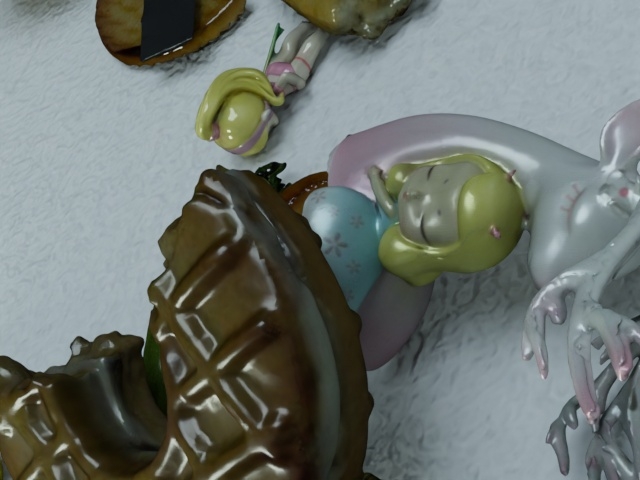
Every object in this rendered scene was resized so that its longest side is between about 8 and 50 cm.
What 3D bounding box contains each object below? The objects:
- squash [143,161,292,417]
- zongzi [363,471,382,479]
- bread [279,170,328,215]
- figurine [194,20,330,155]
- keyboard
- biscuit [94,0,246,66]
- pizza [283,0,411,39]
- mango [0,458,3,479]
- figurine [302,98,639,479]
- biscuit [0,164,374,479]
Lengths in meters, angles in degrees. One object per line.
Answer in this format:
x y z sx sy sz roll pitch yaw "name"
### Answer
-0.106 0.056 1.010 0.080 0.071 0.318 5 64 26 "squash"
0.106 0.190 0.699 0.286 0.134 0.288 -55 29 30 "zongzi"
0.000 0.000 0.978 0.126 0.044 0.129 24 67 18 "bread"
-0.056 -0.158 1.128 0.083 0.083 0.187 19 62 41 "figurine"
-0.166 -0.282 1.279 0.074 0.015 0.196 -16 53 20 "keyboard"
-0.179 -0.276 1.315 0.176 0.031 0.228 -42 46 2 "biscuit"
0.046 -0.369 1.187 0.435 0.080 0.392 2 60 37 "pizza"
-0.360 0.219 1.072 0.161 0.076 0.103 13 74 48 "mango"
0.144 0.041 0.791 0.315 0.206 0.284 -8 50 37 "figurine"
-0.105 0.135 0.832 0.366 0.115 0.268 -42 72 38 "biscuit"
